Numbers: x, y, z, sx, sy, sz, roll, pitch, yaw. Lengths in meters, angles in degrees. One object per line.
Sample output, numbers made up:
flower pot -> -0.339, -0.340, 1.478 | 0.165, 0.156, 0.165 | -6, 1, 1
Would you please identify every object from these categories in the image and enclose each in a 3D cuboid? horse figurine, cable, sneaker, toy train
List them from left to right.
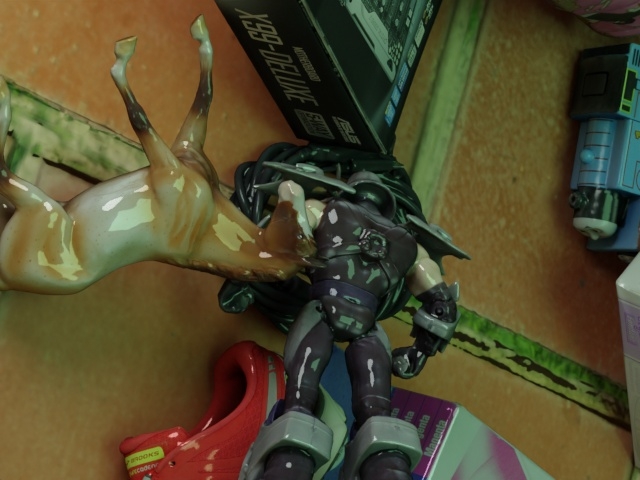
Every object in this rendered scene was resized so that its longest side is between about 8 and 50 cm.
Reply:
horse figurine -> -0.143, -0.031, 1.098 | 0.263, 0.066, 0.174 | -17, 103, -10
sneaker -> -0.097, 0.184, 1.168 | 0.118, 0.107, 0.279 | 43, 58, -14
cable -> 0.000, 0.000, 1.274 | 0.184, 0.047, 0.150 | -18, 107, -39
toy train -> 0.259, -0.074, 1.469 | 0.105, 0.080, 0.184 | 15, 83, -30

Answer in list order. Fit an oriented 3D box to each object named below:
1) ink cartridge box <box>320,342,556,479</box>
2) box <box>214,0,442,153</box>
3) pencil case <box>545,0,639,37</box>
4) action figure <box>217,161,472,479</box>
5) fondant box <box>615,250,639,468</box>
ink cartridge box -> 0.069, 0.295, 1.311 | 0.330, 0.071, 0.324 | 39, 67, -35
box -> 0.029, -0.252, 1.196 | 0.307, 0.077, 0.242 | -69, 154, -21
pencil case -> 0.198, -0.261, 1.281 | 0.386, 0.167, 0.160 | 15, 56, -66
action figure -> 0.011, 0.062, 1.169 | 0.185, 0.099, 0.285 | 17, 53, -12
fondant box -> 0.382, 0.025, 1.504 | 0.330, 0.096, 0.238 | -48, 142, -31
